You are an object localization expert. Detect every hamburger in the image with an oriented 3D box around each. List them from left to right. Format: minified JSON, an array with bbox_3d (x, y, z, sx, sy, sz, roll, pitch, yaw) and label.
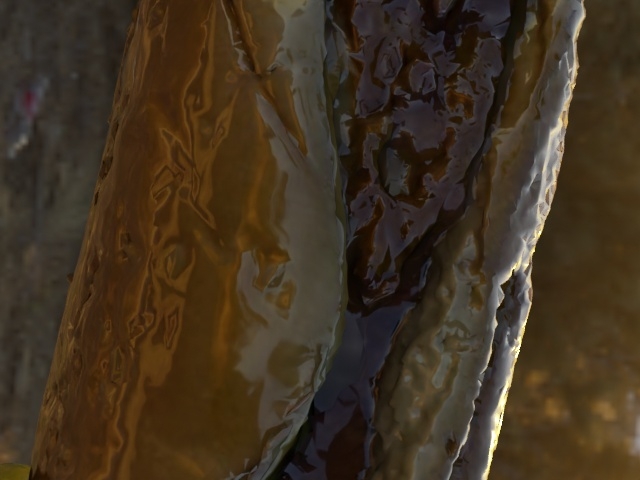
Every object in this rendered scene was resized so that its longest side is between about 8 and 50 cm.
[{"bbox_3d":[0.000,0.000,0.592,0.282,0.155,0.245,-85,-170,-45],"label":"hamburger"}]

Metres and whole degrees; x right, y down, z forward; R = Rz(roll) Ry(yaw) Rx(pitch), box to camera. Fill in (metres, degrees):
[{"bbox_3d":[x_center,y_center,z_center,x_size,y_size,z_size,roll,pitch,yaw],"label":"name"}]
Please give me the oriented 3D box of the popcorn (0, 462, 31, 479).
[{"bbox_3d":[-0.156,0.187,0.642,0.256,0.255,0.195,-41,134,2],"label":"popcorn"}]
